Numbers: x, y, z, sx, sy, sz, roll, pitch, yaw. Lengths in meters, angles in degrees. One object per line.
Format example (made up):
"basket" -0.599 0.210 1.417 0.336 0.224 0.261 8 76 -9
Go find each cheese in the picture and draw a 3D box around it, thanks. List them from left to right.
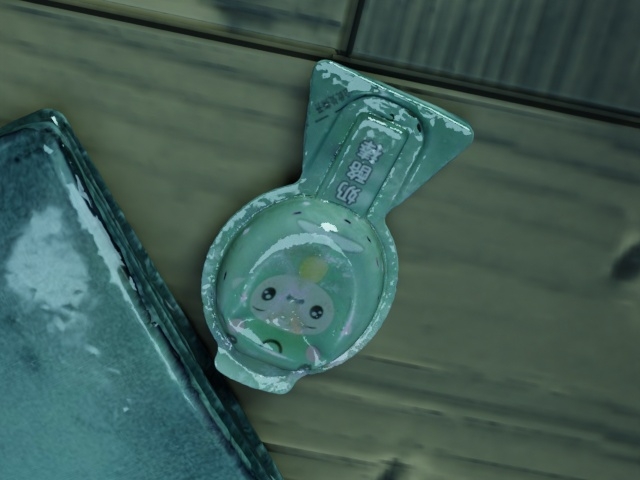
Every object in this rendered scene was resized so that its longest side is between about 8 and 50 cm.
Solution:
"cheese" 0.000 0.000 0.623 0.067 0.026 0.120 22 110 -13

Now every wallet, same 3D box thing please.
"wallet" -0.133 0.122 0.672 0.251 0.054 0.290 -26 113 11
